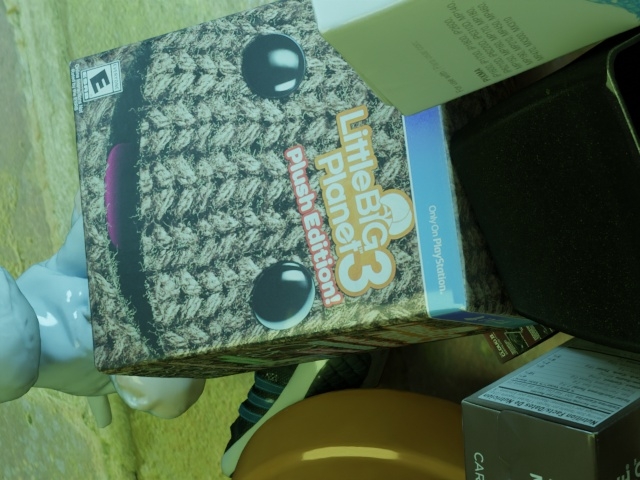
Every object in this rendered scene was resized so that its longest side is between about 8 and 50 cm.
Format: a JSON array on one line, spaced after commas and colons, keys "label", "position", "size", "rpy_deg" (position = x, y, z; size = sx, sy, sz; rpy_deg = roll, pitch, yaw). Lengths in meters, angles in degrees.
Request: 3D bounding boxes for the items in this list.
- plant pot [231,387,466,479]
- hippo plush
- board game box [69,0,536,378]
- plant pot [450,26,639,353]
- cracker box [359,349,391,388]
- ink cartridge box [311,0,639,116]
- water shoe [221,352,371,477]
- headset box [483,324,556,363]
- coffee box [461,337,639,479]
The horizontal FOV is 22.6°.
[{"label": "plant pot", "position": [0.044, 0.281, 1.181], "size": [0.291, 0.203, 0.290], "rpy_deg": [9, 128, 12]}, {"label": "hippo plush", "position": [-0.254, 0.051, 1.398], "size": [0.294, 0.237, 0.234], "rpy_deg": [-17, 76, 62]}, {"label": "board game box", "position": [-0.012, -0.037, 1.124], "size": [0.291, 0.141, 0.232], "rpy_deg": [-12, 79, 28]}, {"label": "plant pot", "position": [0.193, -0.040, 0.979], "size": [0.167, 0.188, 0.187], "rpy_deg": [-12, 105, 48]}, {"label": "cracker box", "position": [0.000, 0.000, 1.285], "size": [0.156, 0.067, 0.232], "rpy_deg": [37, 129, 28]}, {"label": "ink cartridge box", "position": [0.133, -0.232, 0.868], "size": [0.306, 0.131, 0.226], "rpy_deg": [-21, 66, 16]}, {"label": "water shoe", "position": [-0.024, 0.115, 1.275], "size": [0.203, 0.073, 0.080], "rpy_deg": [-51, 50, 40]}, {"label": "headset box", "position": [0.160, 0.054, 1.153], "size": [0.083, 0.062, 0.032], "rpy_deg": [-38, 78, 47]}, {"label": "coffee box", "position": [0.203, 0.129, 1.007], "size": [0.098, 0.246, 0.141], "rpy_deg": [11, 115, 42]}]
